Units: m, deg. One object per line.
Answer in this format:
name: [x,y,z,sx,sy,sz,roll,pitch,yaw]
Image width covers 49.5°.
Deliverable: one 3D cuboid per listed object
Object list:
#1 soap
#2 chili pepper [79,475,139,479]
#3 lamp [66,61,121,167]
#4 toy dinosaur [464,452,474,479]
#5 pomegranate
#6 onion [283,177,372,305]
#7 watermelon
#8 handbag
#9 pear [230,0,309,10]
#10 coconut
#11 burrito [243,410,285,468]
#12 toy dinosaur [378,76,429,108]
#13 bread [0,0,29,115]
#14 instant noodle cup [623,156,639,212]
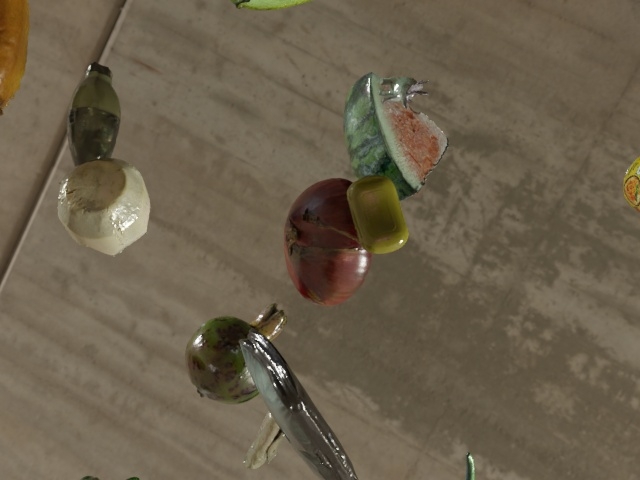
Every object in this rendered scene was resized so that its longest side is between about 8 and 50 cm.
soap: [0.098,-0.045,1.204,0.089,0.140,0.045,-15,170,-3]
chili pepper: [-0.472,0.530,1.489,0.182,0.050,0.073,-14,156,35]
lamp: [-0.440,-0.229,1.345,0.101,0.249,0.101,2,163,1]
toy dinosaur: [0.221,0.763,1.644,0.375,0.499,0.144,10,171,-41]
pomegranate: [-0.167,0.232,1.459,0.202,0.248,0.202,39,165,12]
onion: [0.008,0.001,1.326,0.162,0.247,0.248,11,-171,-6]
watermelon: [0.155,-0.211,1.438,0.201,0.261,0.213,-18,178,-23]
handbag: [-0.030,0.295,1.139,0.192,0.075,0.332,40,159,51]
pear: [-0.021,-0.565,1.081,0.239,0.343,0.317,-24,-88,-58]
coconut: [-0.378,-0.055,1.224,0.161,0.161,0.162,29,156,13]
burrito: [-0.100,0.413,1.557,0.060,0.225,0.087,34,-155,22]
toy dinosaur: [0.138,-0.246,1.134,0.082,0.039,0.209,-2,-158,3]
bread: [-0.665,-0.409,1.283,0.236,0.388,0.183,-6,-179,-33]
instant noodle cup: [0.748,-0.111,1.483,0.182,0.182,0.144,24,-169,-20]
